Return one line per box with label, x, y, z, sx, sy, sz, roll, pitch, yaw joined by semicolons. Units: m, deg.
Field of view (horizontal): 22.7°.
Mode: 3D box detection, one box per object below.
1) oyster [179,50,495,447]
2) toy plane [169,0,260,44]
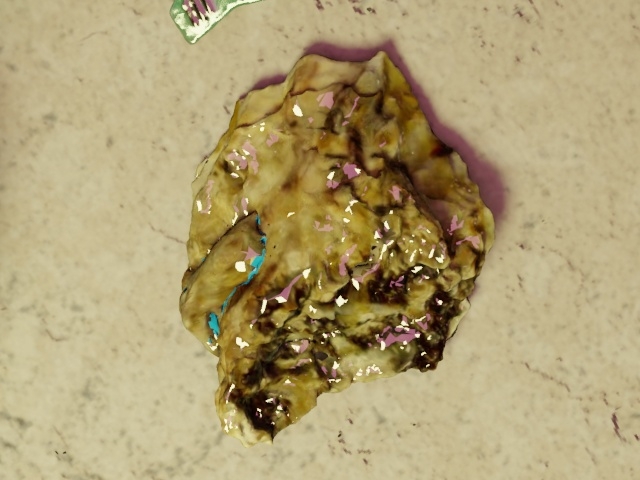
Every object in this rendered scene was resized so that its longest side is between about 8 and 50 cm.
oyster;0.000;0.000;1.024;0.214;0.083;0.222;-25;94;4
toy plane;-0.141;-0.301;0.953;0.155;0.106;0.381;-39;99;16
